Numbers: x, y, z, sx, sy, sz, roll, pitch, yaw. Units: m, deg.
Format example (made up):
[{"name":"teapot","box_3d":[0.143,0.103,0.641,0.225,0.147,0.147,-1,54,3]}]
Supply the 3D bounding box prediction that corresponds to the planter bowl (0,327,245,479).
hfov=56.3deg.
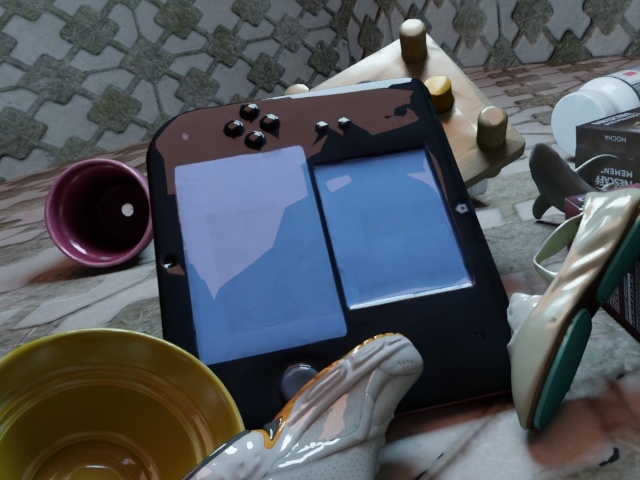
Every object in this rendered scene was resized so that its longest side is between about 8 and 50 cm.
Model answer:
[{"name":"planter bowl","box_3d":[-0.172,0.181,0.466,0.217,0.090,0.217,17,37,-13]}]

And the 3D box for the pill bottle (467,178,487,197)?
[{"name":"pill bottle","box_3d":[0.202,-0.103,1.081,0.180,0.108,0.108,-13,20,-6]}]

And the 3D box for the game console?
[{"name":"game console","box_3d":[0.000,0.000,0.631,0.342,0.060,0.386,-12,64,-2]}]

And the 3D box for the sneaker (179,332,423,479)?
[{"name":"sneaker","box_3d":[0.007,0.172,0.445,0.262,0.099,0.121,-30,72,-39]}]

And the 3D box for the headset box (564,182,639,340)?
[{"name":"headset box","box_3d":[0.415,0.014,0.640,0.218,0.110,0.293,-10,20,2]}]

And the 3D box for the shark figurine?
[{"name":"shark figurine","box_3d":[0.429,-0.051,0.879,0.278,0.166,0.116,5,46,-2]}]

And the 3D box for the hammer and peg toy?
[{"name":"hammer and peg toy","box_3d":[0.048,-0.126,0.807,0.361,0.127,0.266,-30,63,-2]}]

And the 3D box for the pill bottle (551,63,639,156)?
[{"name":"pill bottle","box_3d":[0.625,-0.270,1.242,0.278,0.162,0.162,-20,22,-26]}]

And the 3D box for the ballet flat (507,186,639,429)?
[{"name":"ballet flat","box_3d":[0.222,0.052,0.549,0.248,0.086,0.086,-53,35,-14]}]

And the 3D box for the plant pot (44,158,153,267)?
[{"name":"plant pot","box_3d":[-0.405,-0.055,1.174,0.201,0.201,0.180,-11,3,-1]}]

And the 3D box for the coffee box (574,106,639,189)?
[{"name":"coffee box","box_3d":[0.607,-0.165,1.022,0.297,0.119,0.168,-17,22,-19]}]
